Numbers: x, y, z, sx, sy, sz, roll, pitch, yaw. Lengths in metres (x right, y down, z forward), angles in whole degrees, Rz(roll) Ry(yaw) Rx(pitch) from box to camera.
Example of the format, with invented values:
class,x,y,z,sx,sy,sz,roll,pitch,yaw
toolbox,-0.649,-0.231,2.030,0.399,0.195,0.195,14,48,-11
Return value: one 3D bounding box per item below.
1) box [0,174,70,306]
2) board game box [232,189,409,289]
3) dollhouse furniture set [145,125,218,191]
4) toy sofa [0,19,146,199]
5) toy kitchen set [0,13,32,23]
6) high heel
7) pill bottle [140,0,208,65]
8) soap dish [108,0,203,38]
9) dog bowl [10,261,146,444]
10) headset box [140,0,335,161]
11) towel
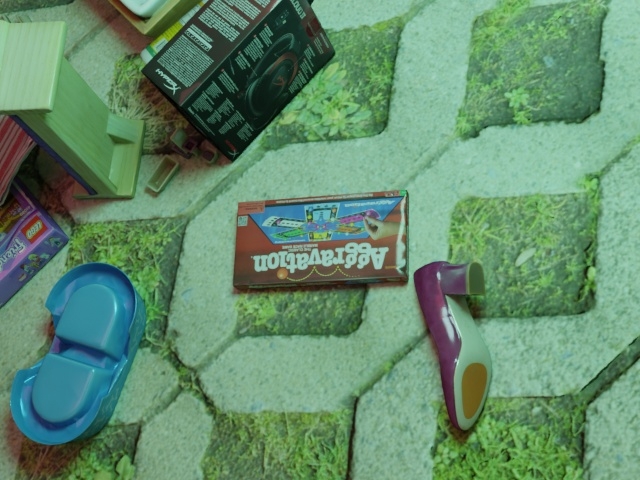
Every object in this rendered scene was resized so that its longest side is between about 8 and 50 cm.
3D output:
class,x,y,z,sx,sy,sz,roll,pitch,yaw
box,-0.606,0.029,1.680,0.293,0.057,0.201,-44,63,-2
board game box,0.000,0.000,1.518,0.281,0.027,0.145,-4,71,16
dollhouse furniture set,-0.247,-0.132,1.612,0.091,0.081,0.114,31,82,25
toy sofa,-0.428,-0.196,1.540,0.177,0.362,0.150,1,71,11
toy kitchen set,-0.593,-0.412,1.826,0.068,0.075,0.083,-36,69,1
high heel,0.179,0.150,1.396,0.117,0.082,0.244,-9,81,48
pill bottle,-0.196,-0.341,1.652,0.208,0.117,0.117,-40,64,1
soap dish,-0.268,-0.520,1.740,0.291,0.118,0.229,-45,64,-1
dog bowl,-0.380,0.185,1.545,0.166,0.074,0.297,13,75,21
headset box,-0.114,-0.301,1.557,0.293,0.218,0.110,-47,65,-2
towel,-0.577,-0.161,1.686,0.197,0.029,0.144,36,97,37
